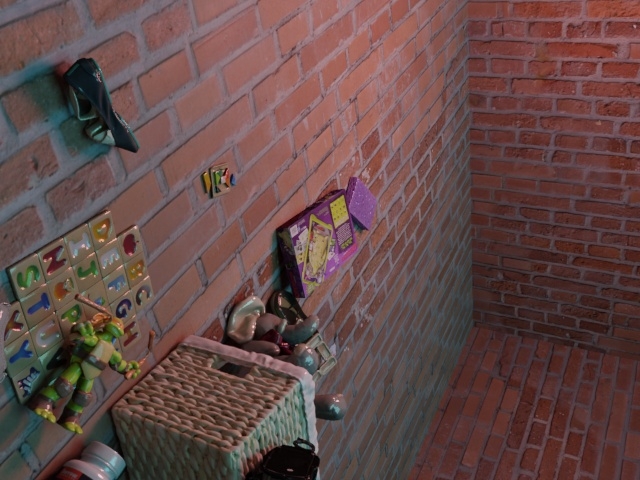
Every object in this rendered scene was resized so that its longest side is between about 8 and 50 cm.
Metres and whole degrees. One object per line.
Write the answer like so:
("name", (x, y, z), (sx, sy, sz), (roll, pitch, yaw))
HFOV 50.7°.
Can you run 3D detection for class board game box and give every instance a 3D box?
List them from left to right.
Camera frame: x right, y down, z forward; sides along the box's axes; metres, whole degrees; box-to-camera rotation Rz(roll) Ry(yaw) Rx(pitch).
("board game box", (0.000, 0.000, 1.945), (0.347, 0.056, 0.208), (-37, 115, -55))

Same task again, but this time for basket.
("basket", (-0.205, 0.421, 1.393), (0.266, 0.328, 0.332), (-40, 134, -51))

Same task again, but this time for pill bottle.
("pill bottle", (-0.432, 0.457, 1.186), (0.194, 0.108, 0.108), (-58, 146, -40))

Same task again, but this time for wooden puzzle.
("wooden puzzle", (-0.224, -0.135, 1.519), (0.116, 0.014, 0.079), (-40, 134, -54))

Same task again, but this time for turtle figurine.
("turtle figurine", (-0.405, 0.208, 1.159), (0.217, 0.087, 0.270), (-60, 158, -21))

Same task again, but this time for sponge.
("sponge", (0.131, -0.119, 2.233), (0.210, 0.031, 0.117), (38, 64, -61))

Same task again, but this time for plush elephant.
("plush elephant", (-0.099, 0.277, 1.634), (0.272, 0.329, 0.256), (55, 32, -39))

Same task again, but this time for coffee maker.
("coffee maker", (-0.057, 0.481, 1.236), (0.171, 0.120, 0.179), (-2, 103, -58))

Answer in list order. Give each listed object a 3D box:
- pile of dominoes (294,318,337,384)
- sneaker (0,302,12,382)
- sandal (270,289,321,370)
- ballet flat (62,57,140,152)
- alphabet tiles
("pile of dominoes", (-0.092, 0.337, 1.815), (0.251, 0.040, 0.196), (-41, 117, -24))
("sneaker", (-0.499, 0.215, 0.969), (0.115, 0.105, 0.282), (18, 82, -64))
("sandal", (-0.074, 0.263, 1.893), (0.303, 0.086, 0.120), (62, 24, -26))
("ballet flat", (-0.373, -0.213, 1.138), (0.203, 0.074, 0.074), (75, 34, -51))
("alphabet tiles", (-0.423, 0.119, 1.202), (0.342, 0.011, 0.285), (-45, 137, -51))
